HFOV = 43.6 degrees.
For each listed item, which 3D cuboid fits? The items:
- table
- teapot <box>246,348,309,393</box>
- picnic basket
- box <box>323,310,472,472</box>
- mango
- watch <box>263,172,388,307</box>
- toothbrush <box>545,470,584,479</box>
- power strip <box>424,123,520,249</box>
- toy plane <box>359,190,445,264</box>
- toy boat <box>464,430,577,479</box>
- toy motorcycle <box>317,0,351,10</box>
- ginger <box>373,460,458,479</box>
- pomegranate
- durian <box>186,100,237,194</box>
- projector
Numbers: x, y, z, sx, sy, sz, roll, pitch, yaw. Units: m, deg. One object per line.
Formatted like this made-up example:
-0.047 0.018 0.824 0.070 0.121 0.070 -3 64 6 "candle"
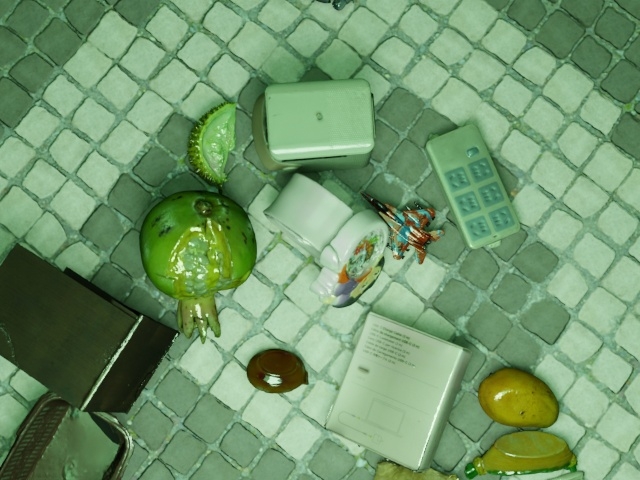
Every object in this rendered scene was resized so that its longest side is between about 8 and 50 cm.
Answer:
-0.459 0.168 1.504 0.282 0.250 0.196 30 82 12 "table"
-0.085 0.269 1.603 0.129 0.078 0.098 3 44 -12 "teapot"
-0.492 0.446 1.559 0.222 0.129 0.297 28 86 2 "picnic basket"
0.151 0.291 1.548 0.203 0.106 0.252 19 85 26 "box"
0.393 0.311 1.583 0.165 0.089 0.115 4 86 -2 "mango"
0.000 0.000 1.572 0.231 0.244 0.196 34 83 25 "watch"
0.386 0.507 1.596 0.294 0.026 0.028 -13 100 -1 "toothbrush"
0.309 -0.112 1.645 0.118 0.046 0.270 -22 84 -1 "power strip"
0.156 -0.040 1.634 0.189 0.061 0.130 38 87 8 "toy plane"
0.400 0.431 1.584 0.229 0.089 0.088 -3 124 0 "toy boat"
0.044 -0.547 1.681 0.193 0.061 0.124 -13 88 -1 "toy motorcycle"
0.195 0.505 1.554 0.216 0.102 0.157 17 70 12 "ginger"
-0.238 0.049 1.570 0.236 0.236 0.302 5 118 1 "pomegranate"
-0.224 -0.190 1.645 0.100 0.086 0.215 11 83 -12 "durian"
-0.014 -0.224 1.593 0.242 0.177 0.163 -5 83 -1 "projector"
